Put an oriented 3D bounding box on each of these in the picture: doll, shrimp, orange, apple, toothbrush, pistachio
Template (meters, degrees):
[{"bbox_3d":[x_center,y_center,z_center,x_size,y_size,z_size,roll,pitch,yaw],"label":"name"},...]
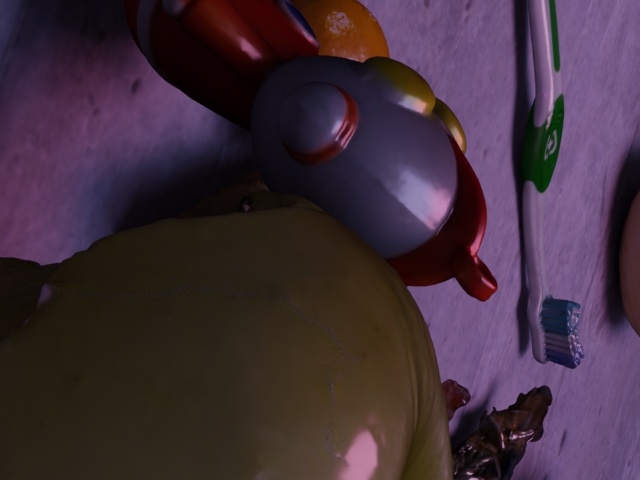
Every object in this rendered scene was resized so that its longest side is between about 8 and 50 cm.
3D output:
[{"bbox_3d":[-0.010,-0.057,0.605,0.076,0.245,0.142,-49,147,3],"label":"doll"},{"bbox_3d":[0.098,0.159,1.071,0.251,0.052,0.144,-42,134,-44],"label":"shrimp"},{"bbox_3d":[-0.002,-0.089,0.762,0.083,0.070,0.083,-35,150,-23],"label":"orange"},{"bbox_3d":[-0.075,0.104,0.515,0.279,0.279,0.279,-33,130,-51],"label":"apple"},{"bbox_3d":[0.162,-0.082,1.102,0.042,0.040,0.418,-41,131,-45],"label":"toothbrush"},{"bbox_3d":[0.327,0.011,1.355,0.145,0.117,0.201,-103,-179,-63],"label":"pistachio"}]

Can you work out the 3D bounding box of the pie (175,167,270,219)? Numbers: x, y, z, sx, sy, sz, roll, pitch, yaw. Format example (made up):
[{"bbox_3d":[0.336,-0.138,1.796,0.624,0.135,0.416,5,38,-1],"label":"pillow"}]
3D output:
[{"bbox_3d":[0.000,0.000,0.806,0.282,0.068,0.129,-15,132,-60],"label":"pie"}]
